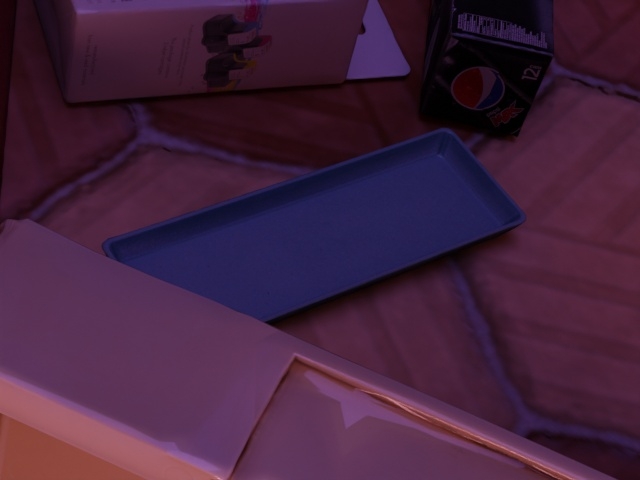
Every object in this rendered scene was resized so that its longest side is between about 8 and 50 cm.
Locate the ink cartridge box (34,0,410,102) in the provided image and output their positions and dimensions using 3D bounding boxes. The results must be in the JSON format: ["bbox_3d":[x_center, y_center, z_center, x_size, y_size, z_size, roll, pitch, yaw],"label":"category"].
[{"bbox_3d":[-0.046,-0.130,0.795,0.181,0.061,0.104,-6,52,-21],"label":"ink cartridge box"}]

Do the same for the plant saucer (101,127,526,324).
[{"bbox_3d":[0.000,0.000,0.724,0.192,0.018,0.067,-20,57,-29],"label":"plant saucer"}]

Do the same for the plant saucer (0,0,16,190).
[{"bbox_3d":[-0.265,-0.066,0.690,0.258,0.048,0.259,5,48,-11],"label":"plant saucer"}]

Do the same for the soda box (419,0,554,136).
[{"bbox_3d":[0.088,-0.134,0.837,0.053,0.060,0.169,14,46,-5],"label":"soda box"}]

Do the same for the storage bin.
[{"bbox_3d":[-0.008,0.160,0.419,0.262,0.260,0.123,24,44,6],"label":"storage bin"}]
